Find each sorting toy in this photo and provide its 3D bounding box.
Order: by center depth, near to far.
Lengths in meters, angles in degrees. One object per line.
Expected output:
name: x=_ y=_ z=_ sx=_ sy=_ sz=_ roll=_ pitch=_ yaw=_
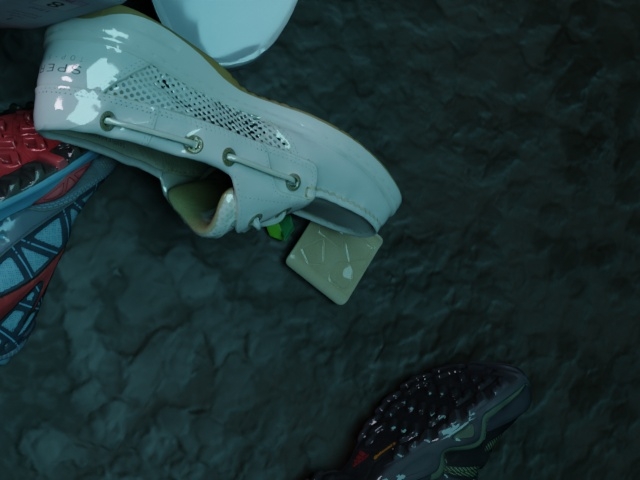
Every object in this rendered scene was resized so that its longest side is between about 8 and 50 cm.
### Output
sorting toy: x=0.000 y=0.000 z=0.761 sx=0.083 sy=0.012 sz=0.062 roll=39 pitch=72 yaw=-17

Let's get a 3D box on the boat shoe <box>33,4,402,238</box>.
boat shoe: x=-0.062 y=-0.045 z=0.657 sx=0.277 sy=0.098 sz=0.096 roll=26 pitch=70 yaw=-37

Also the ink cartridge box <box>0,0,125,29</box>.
ink cartridge box: x=-0.195 y=-0.212 z=0.589 sx=0.066 sy=0.232 sz=0.189 roll=5 pitch=85 yaw=-45

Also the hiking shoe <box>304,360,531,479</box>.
hiking shoe: x=0.073 y=0.183 z=0.759 sx=0.227 sy=0.086 sz=0.114 roll=-37 pitch=116 yaw=-14

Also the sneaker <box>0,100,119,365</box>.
sneaker: x=-0.219 y=0.016 z=0.639 sx=0.262 sy=0.104 sz=0.125 roll=-47 pitch=144 yaw=-30

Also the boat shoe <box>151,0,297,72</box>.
boat shoe: x=-0.076 y=-0.253 z=0.689 sx=0.113 sy=0.105 sz=0.306 roll=-8 pitch=84 yaw=-11
